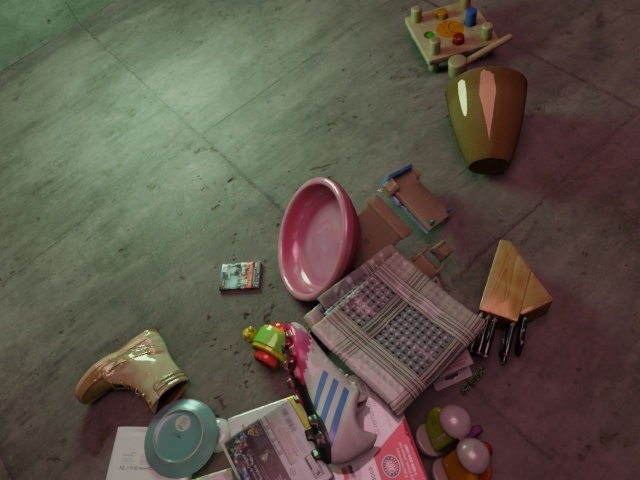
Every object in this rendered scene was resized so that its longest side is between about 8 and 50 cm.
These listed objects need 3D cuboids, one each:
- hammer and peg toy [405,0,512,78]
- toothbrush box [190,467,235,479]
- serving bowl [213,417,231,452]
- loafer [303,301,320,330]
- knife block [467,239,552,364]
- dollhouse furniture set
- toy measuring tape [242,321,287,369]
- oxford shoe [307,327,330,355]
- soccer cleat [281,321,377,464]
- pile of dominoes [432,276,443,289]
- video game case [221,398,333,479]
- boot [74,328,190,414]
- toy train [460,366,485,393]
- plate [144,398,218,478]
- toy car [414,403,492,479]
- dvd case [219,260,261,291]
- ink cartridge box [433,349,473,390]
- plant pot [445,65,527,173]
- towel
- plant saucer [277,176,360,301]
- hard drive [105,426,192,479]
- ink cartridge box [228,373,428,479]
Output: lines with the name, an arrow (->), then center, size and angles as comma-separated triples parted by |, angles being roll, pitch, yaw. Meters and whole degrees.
hammer and peg toy -> 0.468, -0.679, 1.867 | 0.265, 0.127, 0.361 | -17, 57, -2
toothbrush box -> -0.262, 0.577, 1.119 | 0.206, 0.283, 0.122 | -12, 61, -14
serving bowl -> -0.258, 0.479, 1.357 | 0.083, 0.027, 0.083 | -6, 58, 9
loafer -> -0.016, 0.207, 1.462 | 0.056, 0.050, 0.148 | 7, 60, 15
knife block -> 0.435, 0.162, 1.378 | 0.242, 0.088, 0.276 | -23, 58, -4
dollhouse furniture set -> 0.239, -0.021, 1.546 | 0.286, 0.198, 0.303 | 47, 44, 9
toy measuring tape -> -0.062, 0.290, 1.384 | 0.330, 0.121, 0.121 | 21, 65, 22
oxford shoe -> 0.046, 0.189, 1.368 | 0.096, 0.098, 0.271 | 31, 58, 10
soccer cleat -> 0.014, 0.317, 1.182 | 0.143, 0.116, 0.331 | -6, 48, -19
pile of dominoes -> 0.214, 0.180, 1.440 | 0.251, 0.040, 0.196 | -18, 57, 0
video game case -> -0.093, 0.460, 1.148 | 0.173, 0.022, 0.190 | -32, 59, -8
boot -> -0.488, 0.382, 1.426 | 0.262, 0.095, 0.203 | -36, 60, -16
toy train -> 0.367, 0.337, 1.322 | 0.017, 0.024, 0.083 | 41, 73, 14
plate -> -0.342, 0.474, 1.330 | 0.188, 0.024, 0.188 | -6, 57, 9
toy car -> 0.309, 0.450, 1.209 | 0.136, 0.159, 0.182 | -2, 50, -32
dvd case -> -0.232, 0.104, 1.591 | 0.119, 0.013, 0.087 | -4, 58, 7
ink cartridge box -> 0.292, 0.263, 1.316 | 0.104, 0.061, 0.181 | -23, 86, -4
plant pot -> 0.490, -0.333, 1.613 | 0.237, 0.237, 0.255 | -1, 74, 11
towel -> 0.164, 0.183, 1.260 | 0.312, 0.056, 0.324 | -39, 61, -19
plant saucer -> 0.000, 0.000, 1.476 | 0.084, 0.332, 0.332 | 9, 50, -33
hard drive -> -0.415, 0.610, 1.299 | 0.210, 0.040, 0.319 | -2, 58, 9
ink cartridge box -> 0.015, 0.484, 1.220 | 0.384, 0.160, 0.279 | -19, 57, 0
